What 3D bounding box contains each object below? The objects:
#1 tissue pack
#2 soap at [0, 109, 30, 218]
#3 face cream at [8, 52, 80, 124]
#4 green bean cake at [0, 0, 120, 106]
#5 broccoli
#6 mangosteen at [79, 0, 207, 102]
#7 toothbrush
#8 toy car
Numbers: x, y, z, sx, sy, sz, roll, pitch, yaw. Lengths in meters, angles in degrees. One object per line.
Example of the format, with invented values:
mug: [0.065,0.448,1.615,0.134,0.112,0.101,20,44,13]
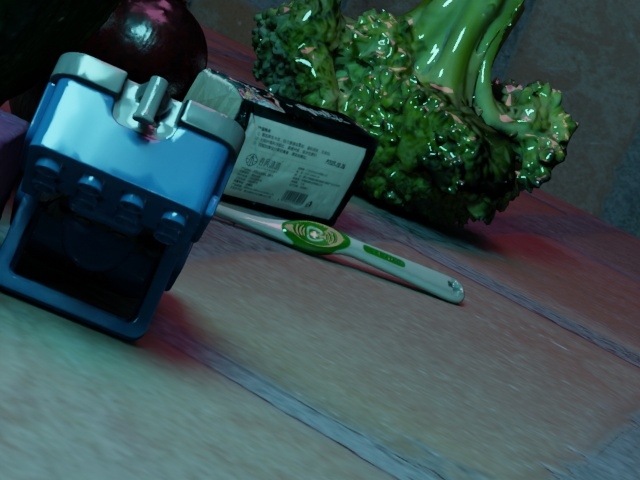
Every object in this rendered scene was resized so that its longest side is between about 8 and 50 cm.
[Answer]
tissue pack: [-0.046,-0.081,1.197,0.170,0.103,0.090,14,22,-43]
soap: [-0.278,-0.060,0.615,0.259,0.081,0.181,23,10,-5]
face cream: [-0.182,-0.091,0.990,0.082,0.082,0.269,20,12,-25]
green bean cake: [-0.182,-0.221,0.811,0.169,0.300,0.308,43,19,-5]
broccoli: [0.113,-0.161,1.549,0.277,0.317,0.338,35,31,-79]
mangosteen: [-0.186,-0.211,1.403,0.152,0.152,0.152,24,10,-5]
toothbrush: [-0.001,0.001,1.105,0.304,0.030,0.030,21,11,-29]
toy car: [-0.110,-0.012,0.682,0.097,0.100,0.191,23,-23,-7]
